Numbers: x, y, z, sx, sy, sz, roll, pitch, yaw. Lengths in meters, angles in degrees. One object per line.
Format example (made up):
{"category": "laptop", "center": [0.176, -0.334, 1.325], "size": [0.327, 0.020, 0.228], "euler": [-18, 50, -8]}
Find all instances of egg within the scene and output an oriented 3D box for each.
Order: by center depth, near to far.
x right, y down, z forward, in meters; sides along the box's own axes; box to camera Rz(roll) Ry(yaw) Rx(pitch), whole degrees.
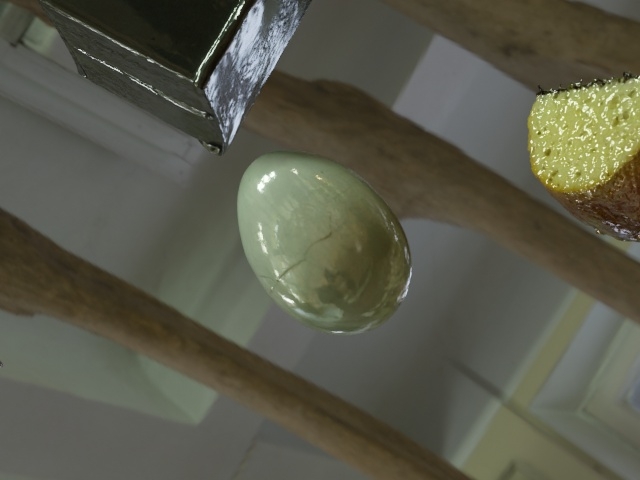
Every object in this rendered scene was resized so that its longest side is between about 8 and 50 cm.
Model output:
{"category": "egg", "center": [0.000, 0.000, 1.138], "size": [0.151, 0.209, 0.151], "euler": [-41, -4, -3]}

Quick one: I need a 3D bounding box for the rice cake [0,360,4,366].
{"category": "rice cake", "center": [-0.402, 0.136, 0.930], "size": [0.290, 0.051, 0.081], "euler": [-20, -37, 3]}

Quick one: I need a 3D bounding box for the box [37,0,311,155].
{"category": "box", "center": [-0.120, -0.313, 1.237], "size": [0.345, 0.204, 0.251], "euler": [-61, -4, -9]}

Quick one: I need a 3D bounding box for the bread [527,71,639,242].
{"category": "bread", "center": [0.278, -0.067, 0.990], "size": [0.129, 0.260, 0.134], "euler": [22, -103, -26]}
